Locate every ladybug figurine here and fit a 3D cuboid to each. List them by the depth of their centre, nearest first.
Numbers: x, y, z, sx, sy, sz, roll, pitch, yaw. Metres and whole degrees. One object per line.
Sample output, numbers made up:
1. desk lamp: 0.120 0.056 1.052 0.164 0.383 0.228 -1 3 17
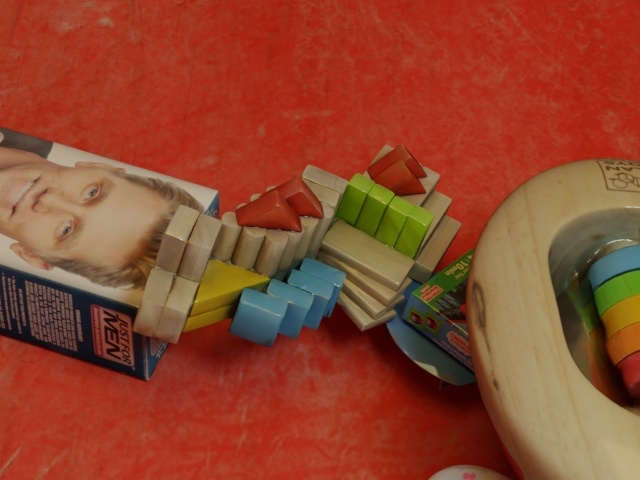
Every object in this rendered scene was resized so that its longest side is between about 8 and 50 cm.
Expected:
1. ladybug figurine: 0.265 0.105 1.447 0.305 0.162 0.449 4 41 -4

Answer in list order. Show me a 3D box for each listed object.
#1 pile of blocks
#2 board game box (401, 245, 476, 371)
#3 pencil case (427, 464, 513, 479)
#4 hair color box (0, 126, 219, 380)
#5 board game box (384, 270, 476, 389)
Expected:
1. pile of blocks: 0.000 0.000 1.570 0.362 0.113 0.149 -23 58 -38
2. board game box: 0.205 0.086 1.610 0.211 0.039 0.160 38 45 19
3. pencil case: 0.086 0.302 1.367 0.124 0.113 0.273 -4 37 36
4. hair color box: -0.285 -0.007 1.666 0.347 0.105 0.174 17 47 13
5. board game box: 0.135 0.086 1.641 0.168 0.033 0.133 -12 49 -30
